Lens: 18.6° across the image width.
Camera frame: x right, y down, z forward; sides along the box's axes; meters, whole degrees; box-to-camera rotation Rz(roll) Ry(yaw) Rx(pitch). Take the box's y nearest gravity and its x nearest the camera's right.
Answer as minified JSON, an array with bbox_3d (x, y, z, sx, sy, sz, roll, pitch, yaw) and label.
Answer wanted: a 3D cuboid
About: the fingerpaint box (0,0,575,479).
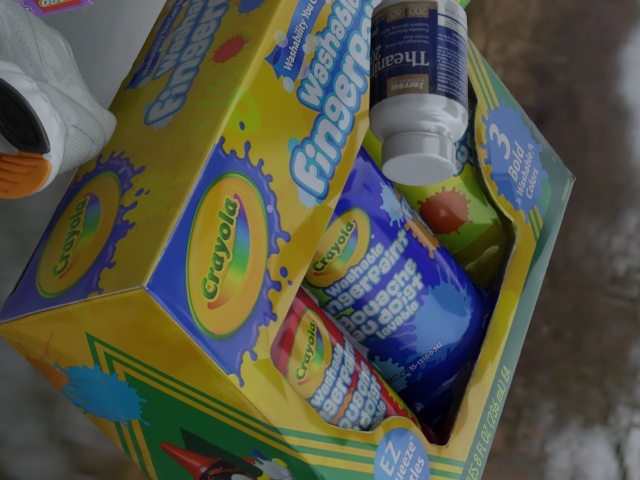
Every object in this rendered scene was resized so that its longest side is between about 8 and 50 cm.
[{"bbox_3d":[0.000,0.000,1.524,0.371,0.163,0.445,49,45,-30],"label":"fingerpaint box"}]

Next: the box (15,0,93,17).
[{"bbox_3d":[-0.382,-0.252,1.810,0.201,0.293,0.057,54,25,-66],"label":"box"}]

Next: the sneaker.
[{"bbox_3d":[-0.245,-0.143,1.353,0.099,0.262,0.121,-41,171,29],"label":"sneaker"}]

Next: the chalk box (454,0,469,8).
[{"bbox_3d":[0.032,-0.278,2.101,0.179,0.180,0.289,-51,145,11],"label":"chalk box"}]

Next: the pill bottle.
[{"bbox_3d":[0.066,-0.101,1.318,0.067,0.067,0.120,90,1,-66],"label":"pill bottle"}]
